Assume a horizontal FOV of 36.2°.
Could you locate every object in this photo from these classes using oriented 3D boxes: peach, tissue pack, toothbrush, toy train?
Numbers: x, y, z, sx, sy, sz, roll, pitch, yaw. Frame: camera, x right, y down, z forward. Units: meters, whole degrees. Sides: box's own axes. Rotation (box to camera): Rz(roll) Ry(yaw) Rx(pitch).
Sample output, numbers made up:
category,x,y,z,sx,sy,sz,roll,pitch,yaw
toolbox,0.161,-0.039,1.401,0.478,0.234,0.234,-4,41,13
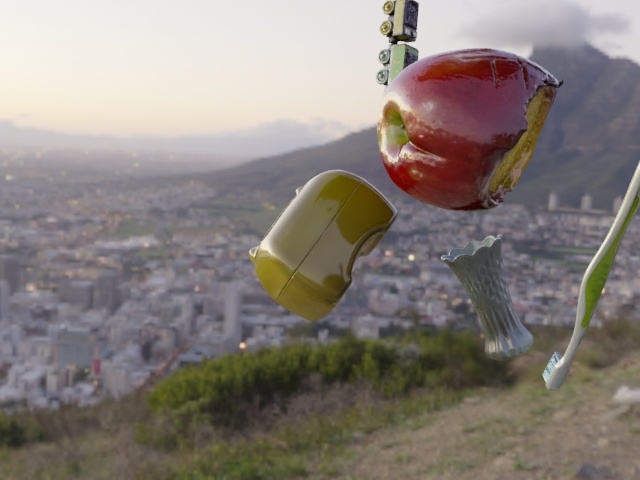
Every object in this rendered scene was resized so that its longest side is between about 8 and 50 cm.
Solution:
category,x,y,z,sx,sy,sz,roll,pitch,yaw
peach,0.185,-0.129,1.136,0.226,0.190,0.196,-4,2,-20
tissue pack,0.000,0.000,1.213,0.127,0.178,0.123,36,-25,-1
toothbrush,0.253,0.031,0.883,0.022,0.263,0.026,7,31,-17
toy train,0.161,-0.399,1.989,0.081,0.202,0.060,2,-5,43

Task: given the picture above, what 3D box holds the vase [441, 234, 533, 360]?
category,x,y,z,sx,sy,sz,roll,pitch,yaw
vase,0.214,0.075,1.229,0.081,0.149,0.081,-21,6,2
